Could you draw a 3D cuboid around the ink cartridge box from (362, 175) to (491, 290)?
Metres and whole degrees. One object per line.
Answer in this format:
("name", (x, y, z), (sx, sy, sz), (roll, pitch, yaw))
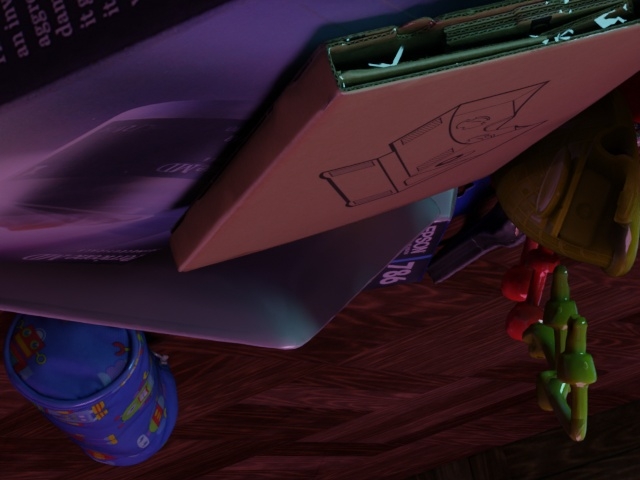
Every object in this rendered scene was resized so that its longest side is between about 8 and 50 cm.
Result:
("ink cartridge box", (0.000, 0.000, 1.203), (0.332, 0.065, 0.165), (-11, 161, -9))

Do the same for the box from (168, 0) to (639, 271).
("box", (0.041, -0.044, 0.536), (0.164, 0.021, 0.201), (-16, 169, -24))

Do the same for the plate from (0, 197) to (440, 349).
("plate", (-0.092, -0.014, 0.860), (0.277, 0.045, 0.278), (6, -163, 20))

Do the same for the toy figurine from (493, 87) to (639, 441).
("toy figurine", (0.048, -0.053, 0.804), (0.217, 0.191, 0.362), (12, -158, -1))

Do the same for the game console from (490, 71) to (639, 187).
("game console", (0.210, -0.090, 1.056), (0.144, 0.124, 0.085), (-27, 131, 35))

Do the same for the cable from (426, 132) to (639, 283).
("cable", (0.174, -0.001, 1.258), (0.139, 0.072, 0.287), (-44, 178, -38))

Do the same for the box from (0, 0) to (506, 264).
("box", (-0.063, -0.113, 0.571), (0.294, 0.183, 0.296), (-20, 171, 23))

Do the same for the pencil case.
("pencil case", (-0.212, 0.134, 1.357), (0.133, 0.119, 0.306), (-50, 166, -13))
